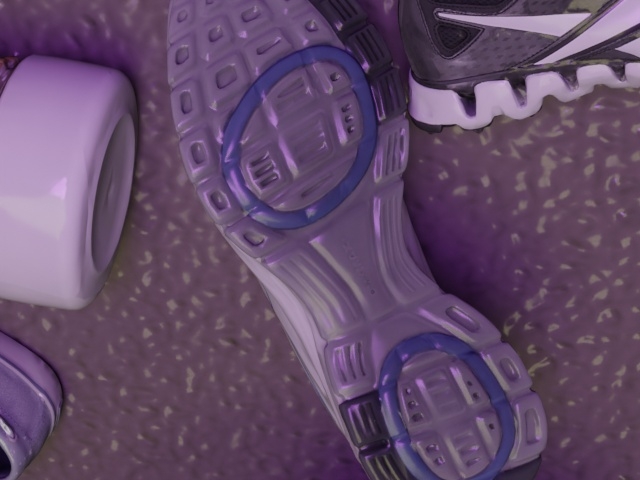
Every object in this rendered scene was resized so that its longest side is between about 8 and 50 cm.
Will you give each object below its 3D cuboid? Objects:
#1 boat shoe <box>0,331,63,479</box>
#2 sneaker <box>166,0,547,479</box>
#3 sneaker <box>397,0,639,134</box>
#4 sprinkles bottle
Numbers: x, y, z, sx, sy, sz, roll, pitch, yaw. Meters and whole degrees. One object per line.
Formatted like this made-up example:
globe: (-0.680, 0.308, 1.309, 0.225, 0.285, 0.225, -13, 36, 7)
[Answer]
boat shoe: (-0.253, 0.062, 0.813, 0.227, 0.081, 0.079, 30, 121, -9)
sneaker: (0.000, 0.000, 0.712, 0.111, 0.129, 0.297, -24, 96, -12)
sneaker: (0.137, -0.119, 0.638, 0.234, 0.078, 0.106, -11, 121, 18)
sprinkles bottle: (-0.274, -0.055, 0.722, 0.355, 0.121, 0.121, 10, 122, 3)
